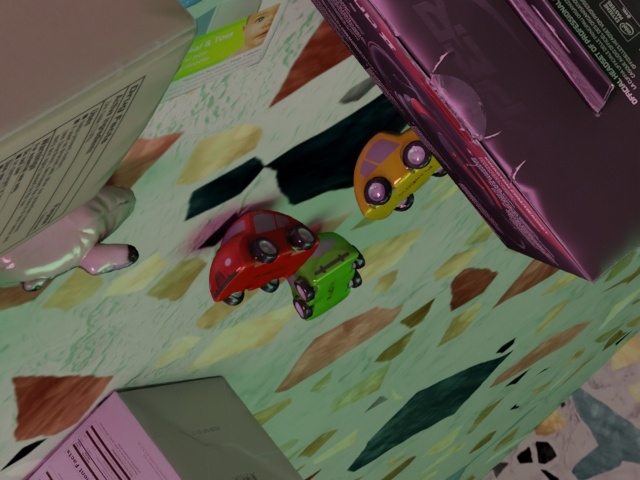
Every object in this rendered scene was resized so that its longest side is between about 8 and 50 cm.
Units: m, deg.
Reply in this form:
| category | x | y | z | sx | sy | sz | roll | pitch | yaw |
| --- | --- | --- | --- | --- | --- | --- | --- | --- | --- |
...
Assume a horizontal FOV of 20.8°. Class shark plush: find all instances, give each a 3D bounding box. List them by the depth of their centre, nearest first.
| category | x | y | z | sx | sy | sz | roll | pitch | yaw |
| --- | --- | --- | --- | --- | --- | --- | --- | --- | --- |
| shark plush | -0.182 | 0.013 | 1.084 | 0.161 | 0.073 | 0.067 | -39 | -166 | -14 |

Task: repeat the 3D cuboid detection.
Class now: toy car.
| category | x | y | z | sx | sy | sz | roll | pitch | yaw |
| --- | --- | --- | --- | --- | --- | --- | --- | --- | --- |
| toy car | 0.000 | 0.000 | 1.410 | 0.239 | 0.053 | 0.225 | -32 | 162 | -17 |

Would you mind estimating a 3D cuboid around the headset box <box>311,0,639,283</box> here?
| category | x | y | z | sx | sy | sz | roll | pitch | yaw |
| --- | --- | --- | --- | --- | --- | --- | --- | --- | --- |
| headset box | 0.097 | -0.099 | 0.924 | 0.110 | 0.218 | 0.293 | -39 | -177 | 0 |

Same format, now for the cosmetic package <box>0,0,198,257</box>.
| category | x | y | z | sx | sy | sz | roll | pitch | yaw |
| --- | --- | --- | --- | --- | --- | --- | --- | --- | --- |
| cosmetic package | -0.210 | -0.030 | 0.686 | 0.296 | 0.129 | 0.153 | -36 | 171 | -39 |

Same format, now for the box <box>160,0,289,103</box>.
| category | x | y | z | sx | sy | sz | roll | pitch | yaw |
| --- | --- | --- | --- | --- | --- | --- | --- | --- | --- |
| box | -0.067 | -0.162 | 0.775 | 0.114 | 0.103 | 0.203 | -27 | 159 | -35 |

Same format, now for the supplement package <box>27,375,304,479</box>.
| category | x | y | z | sx | sy | sz | roll | pitch | yaw |
| --- | --- | --- | --- | --- | --- | --- | --- | --- | --- |
| supplement package | -0.156 | 0.247 | 1.563 | 0.203 | 0.149 | 0.194 | -45 | 162 | 19 |
